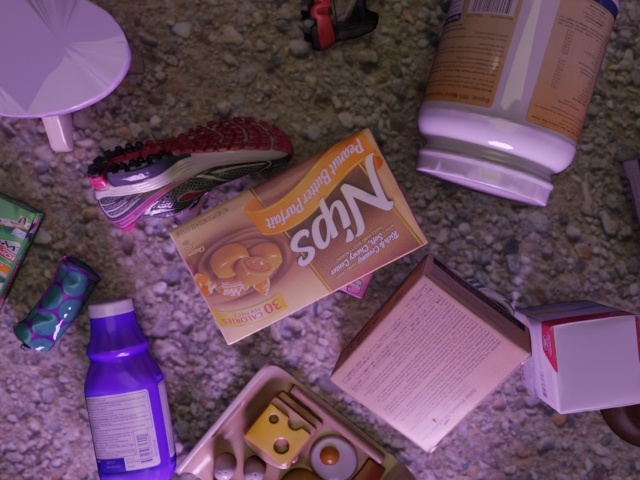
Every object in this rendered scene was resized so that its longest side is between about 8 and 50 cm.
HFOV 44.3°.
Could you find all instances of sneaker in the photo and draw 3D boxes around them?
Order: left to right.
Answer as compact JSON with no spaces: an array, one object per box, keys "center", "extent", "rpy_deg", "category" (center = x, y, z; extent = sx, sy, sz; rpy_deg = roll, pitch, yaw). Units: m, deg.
[{"center":[-0.186,-0.104,1.175],"extent":[0.299,0.120,0.112],"rpy_deg":[-13,122,-1],"category":"sneaker"},{"center":[0.029,-0.424,1.160],"extent":[0.135,0.097,0.275],"rpy_deg":[-7,95,-1],"category":"sneaker"},{"center":[0.224,0.084,1.200],"extent":[0.161,0.075,0.057],"rpy_deg":[24,92,-3],"category":"sneaker"}]

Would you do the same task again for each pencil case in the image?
[{"center":[-0.402,0.097,1.193],"extent":[0.070,0.064,0.151],"rpy_deg":[35,91,-28],"category":"pencil case"}]

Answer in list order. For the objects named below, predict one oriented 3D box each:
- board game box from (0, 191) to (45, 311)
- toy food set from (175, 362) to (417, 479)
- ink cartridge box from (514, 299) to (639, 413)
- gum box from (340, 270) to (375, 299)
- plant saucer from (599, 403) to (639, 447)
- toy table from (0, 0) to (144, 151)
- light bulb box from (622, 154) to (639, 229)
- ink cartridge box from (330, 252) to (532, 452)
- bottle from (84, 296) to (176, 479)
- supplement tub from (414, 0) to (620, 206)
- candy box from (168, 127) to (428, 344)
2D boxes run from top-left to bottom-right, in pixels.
[{"center":[-0.612,-0.013,1.193],"extent":[0.318,0.046,0.213],"rpy_deg":[25,91,-2],"category":"board game box"},{"center":[-0.035,0.360,1.200],"extent":[0.306,0.092,0.219],"rpy_deg":[39,92,-3],"category":"toy food set"},{"center":[0.375,0.165,1.158],"extent":[0.128,0.176,0.128],"rpy_deg":[-8,94,-3],"category":"ink cartridge box"},{"center":[0.000,0.000,1.197],"extent":[0.189,0.062,0.107],"rpy_deg":[25,92,-2],"category":"gum box"},{"center":[0.538,0.237,1.234],"extent":[0.199,0.036,0.198],"rpy_deg":[0,93,-2],"category":"plant saucer"},{"center":[-0.400,-0.259,1.128],"extent":[0.275,0.161,0.252],"rpy_deg":[9,92,-2],"category":"toy table"},{"center":[0.680,0.003,1.114],"extent":[0.361,0.225,0.357],"rpy_deg":[-14,91,-5],"category":"light bulb box"},{"center":[0.160,0.167,1.159],"extent":[0.193,0.088,0.234],"rpy_deg":[37,115,-3],"category":"ink cartridge box"},{"center":[-0.295,0.229,1.187],"extent":[0.118,0.092,0.282],"rpy_deg":[-9,93,8],"category":"bottle"},{"center":[0.268,-0.223,1.110],"extent":[0.229,0.228,0.316],"rpy_deg":[16,92,-2],"category":"supplement tub"},{"center":[-0.030,-0.006,1.120],"extent":[0.317,0.087,0.182],"rpy_deg":[-27,92,0],"category":"candy box"}]
